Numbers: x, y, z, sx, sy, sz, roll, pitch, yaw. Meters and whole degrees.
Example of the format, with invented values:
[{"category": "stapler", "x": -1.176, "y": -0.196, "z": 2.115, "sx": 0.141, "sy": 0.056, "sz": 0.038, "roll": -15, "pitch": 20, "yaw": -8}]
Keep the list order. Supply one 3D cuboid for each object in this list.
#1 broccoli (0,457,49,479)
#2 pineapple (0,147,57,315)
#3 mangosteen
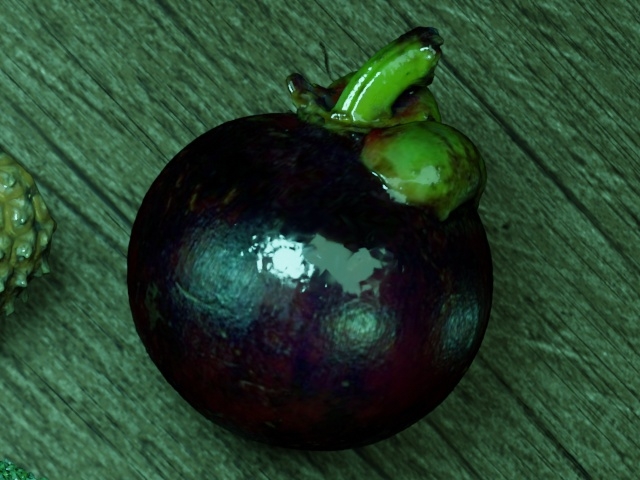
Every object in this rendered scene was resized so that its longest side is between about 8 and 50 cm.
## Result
[{"category": "broccoli", "x": -0.250, "y": 0.266, "z": 1.361, "sx": 0.194, "sy": 0.194, "sz": 0.220, "roll": -29, "pitch": 48, "yaw": -34}, {"category": "pineapple", "x": -0.357, "y": 0.067, "z": 1.377, "sx": 0.165, "sy": 0.165, "sz": 0.364, "roll": 47, "pitch": 58, "yaw": -6}, {"category": "mangosteen", "x": 0.000, "y": 0.000, "z": 1.492, "sx": 0.306, "sy": 0.359, "sz": 0.306, "roll": 14, "pitch": 27, "yaw": -7}]
